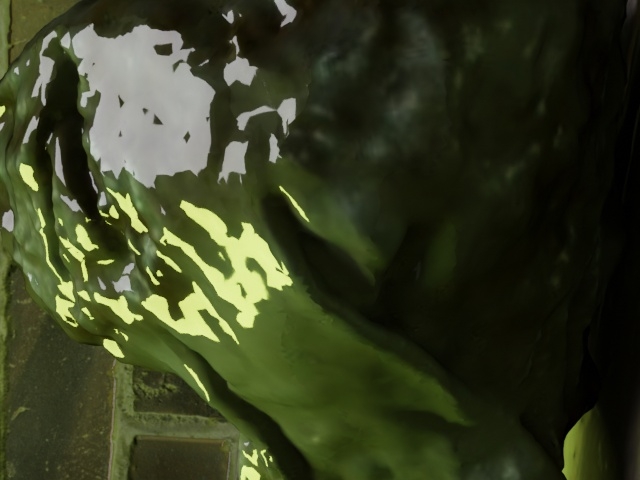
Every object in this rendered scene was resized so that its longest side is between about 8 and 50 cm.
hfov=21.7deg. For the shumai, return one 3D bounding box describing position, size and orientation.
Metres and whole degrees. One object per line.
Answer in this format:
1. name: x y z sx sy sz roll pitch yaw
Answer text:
1. shumai: 0.019 0.040 0.728 0.330 0.292 0.288 -25 67 59
